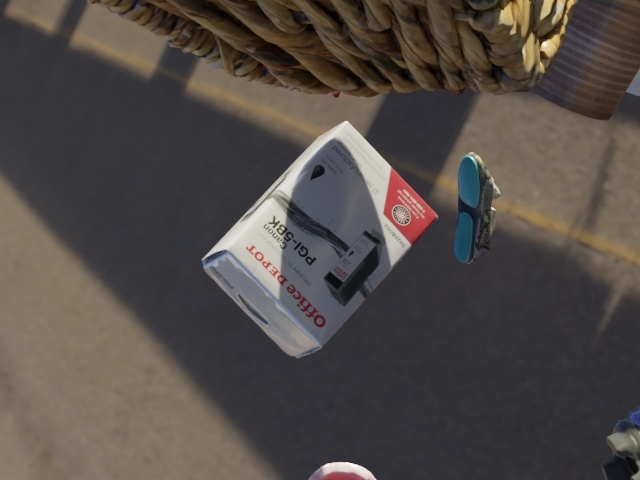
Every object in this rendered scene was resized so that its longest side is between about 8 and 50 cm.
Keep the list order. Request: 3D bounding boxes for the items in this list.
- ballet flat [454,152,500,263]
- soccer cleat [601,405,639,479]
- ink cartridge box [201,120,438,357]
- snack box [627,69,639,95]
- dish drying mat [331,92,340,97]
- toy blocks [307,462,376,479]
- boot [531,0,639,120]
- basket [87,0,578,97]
[{"bbox_3d":[0.147,-0.033,1.608,0.041,0.041,0.114,-101,12,-60],"label":"ballet flat"},{"bbox_3d":[0.314,0.229,1.244,0.093,0.121,0.289,88,158,-55],"label":"soccer cleat"},{"bbox_3d":[0.000,0.000,1.207,0.135,0.099,0.056,-48,9,-23],"label":"ink cartridge box"},{"bbox_3d":[0.295,-0.200,1.329,0.207,0.174,0.070,-43,54,31],"label":"snack box"},{"bbox_3d":[0.020,-0.129,1.049,0.032,0.008,0.083,-102,31,-74],"label":"dish drying mat"},{"bbox_3d":[0.076,0.340,1.234,0.260,0.289,0.309,117,177,-66],"label":"toy blocks"},{"bbox_3d":[0.123,-0.227,1.058,0.283,0.109,0.220,40,114,44],"label":"boot"},{"bbox_3d":[0.005,-0.217,0.805,0.223,0.213,0.299,0,63,24],"label":"basket"}]
